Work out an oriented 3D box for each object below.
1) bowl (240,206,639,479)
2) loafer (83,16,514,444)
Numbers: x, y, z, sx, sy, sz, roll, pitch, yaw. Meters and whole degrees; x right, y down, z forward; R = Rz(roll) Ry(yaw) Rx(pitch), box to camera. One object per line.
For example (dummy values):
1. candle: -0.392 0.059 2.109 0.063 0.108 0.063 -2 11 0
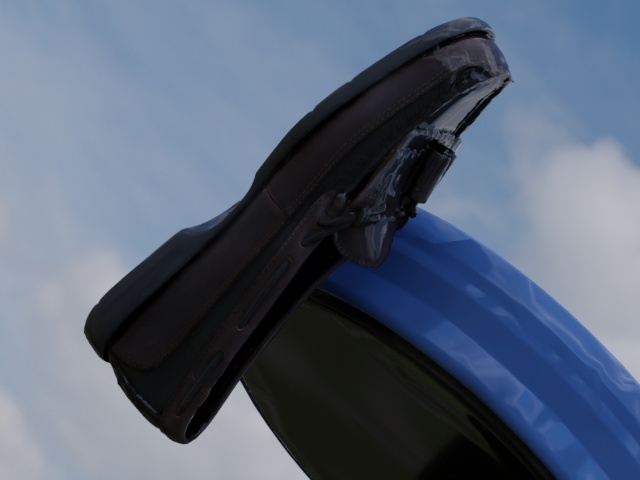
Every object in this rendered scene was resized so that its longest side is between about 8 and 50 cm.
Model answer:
1. bowl: 0.086 0.133 1.303 0.391 0.077 0.391 38 -23 19
2. loafer: 0.000 0.000 1.132 0.095 0.302 0.109 57 20 19
